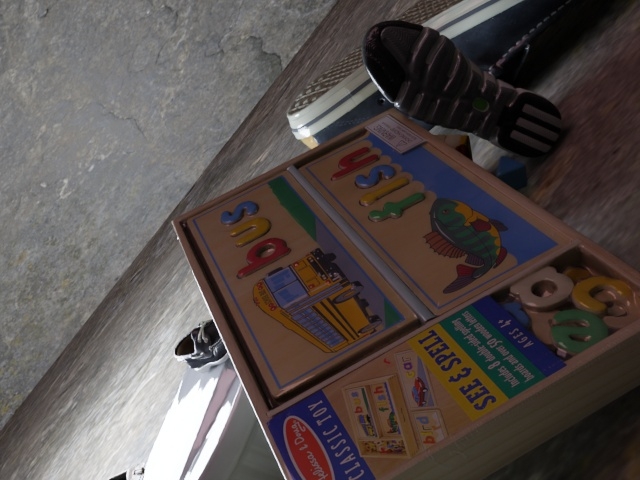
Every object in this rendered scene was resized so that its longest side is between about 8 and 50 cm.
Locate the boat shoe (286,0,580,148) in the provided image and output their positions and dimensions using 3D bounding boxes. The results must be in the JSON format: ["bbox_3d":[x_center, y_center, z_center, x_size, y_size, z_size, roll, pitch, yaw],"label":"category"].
[{"bbox_3d":[0.188,-0.240,0.906,0.500,0.156,0.187,-31,22,23],"label":"boat shoe"}]

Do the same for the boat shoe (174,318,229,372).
[{"bbox_3d":[-0.111,0.098,0.707,0.125,0.038,0.046,-38,29,55],"label":"boat shoe"}]

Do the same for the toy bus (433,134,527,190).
[{"bbox_3d":[0.108,-0.027,0.778,0.202,0.104,0.191,-28,42,-8],"label":"toy bus"}]

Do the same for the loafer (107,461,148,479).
[{"bbox_3d":[-0.297,0.378,1.122,0.125,0.039,0.045,-38,24,39],"label":"loafer"}]

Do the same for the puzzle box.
[{"bbox_3d":[0.041,0.027,0.592,0.272,0.052,0.409,-29,35,-8],"label":"puzzle box"}]

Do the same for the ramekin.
[{"bbox_3d":[-0.075,0.196,0.739,0.273,0.127,0.273,-55,17,26],"label":"ramekin"}]

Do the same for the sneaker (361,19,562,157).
[{"bbox_3d":[0.140,-0.161,0.776,0.086,0.228,0.132,-60,10,11],"label":"sneaker"}]
